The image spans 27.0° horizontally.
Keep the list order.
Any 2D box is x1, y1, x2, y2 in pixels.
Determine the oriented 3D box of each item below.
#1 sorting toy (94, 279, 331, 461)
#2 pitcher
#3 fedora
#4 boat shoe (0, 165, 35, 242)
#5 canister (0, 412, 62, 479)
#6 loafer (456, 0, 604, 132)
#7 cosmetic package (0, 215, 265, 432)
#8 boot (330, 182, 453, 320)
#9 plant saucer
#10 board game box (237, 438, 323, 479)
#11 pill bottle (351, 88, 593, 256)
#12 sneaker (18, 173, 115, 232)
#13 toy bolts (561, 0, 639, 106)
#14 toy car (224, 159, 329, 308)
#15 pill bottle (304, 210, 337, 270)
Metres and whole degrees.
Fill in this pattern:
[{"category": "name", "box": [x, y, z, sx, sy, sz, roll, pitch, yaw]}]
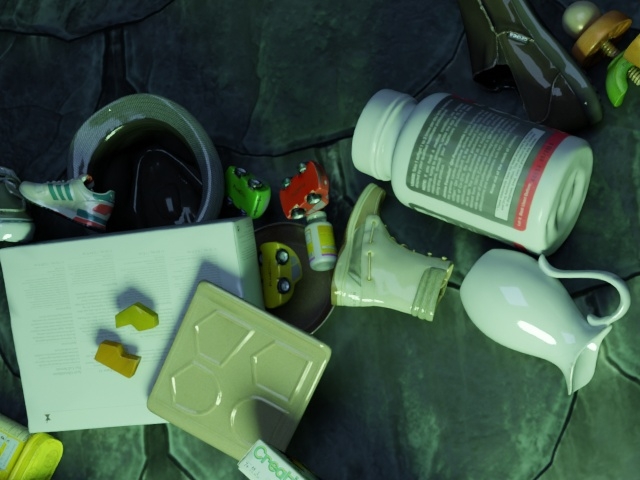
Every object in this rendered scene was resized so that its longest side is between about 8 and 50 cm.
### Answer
[{"category": "sorting toy", "box": [-0.157, 0.171, 1.880, 0.307, 0.041, 0.229, 27, 109, 10]}, {"category": "pitcher", "box": [0.308, 0.082, 1.822, 0.207, 0.125, 0.177, 38, 113, 22]}, {"category": "fedora", "box": [-0.257, -0.082, 2.086, 0.244, 0.124, 0.275, -36, 72, 6]}, {"category": "boat shoe", "box": [-0.510, -0.059, 2.088, 0.109, 0.302, 0.094, 4, 99, -21]}, {"category": "canister", "box": [-0.497, 0.329, 2.046, 0.170, 0.073, 0.126, 22, 80, 26]}, {"category": "loafer", "box": [0.270, -0.295, 1.980, 0.130, 0.134, 0.366, -35, 63, 4]}, {"category": "cosmetic package", "box": [-0.268, 0.126, 1.969, 0.377, 0.097, 0.284, -6, 94, 16]}, {"category": "boot", "box": [0.114, 0.018, 1.949, 0.165, 0.077, 0.213, 10, 55, 10]}, {"category": "plant saucer", "box": [-0.059, 0.070, 2.012, 0.199, 0.036, 0.198, -6, 70, 17]}, {"category": "board game box", "box": [0.040, 0.393, 1.772, 0.305, 0.193, 0.053, 38, 86, 26]}, {"category": "pill bottle", "box": [0.212, -0.109, 1.908, 0.319, 0.176, 0.176, 22, 79, 24]}, {"category": "sneaker", "box": [-0.382, -0.071, 2.030, 0.161, 0.057, 0.075, 23, 85, 21]}, {"category": "toy bolts", "box": [0.462, -0.339, 1.895, 0.228, 0.218, 0.158, -38, 77, -6]}, {"category": "toy car", "box": [-0.072, -0.045, 1.984, 0.225, 0.053, 0.239, 43, 122, 44]}, {"category": "pill bottle", "box": [0.000, 0.000, 1.973, 0.043, 0.043, 0.083, -15, 66, 13]}]
